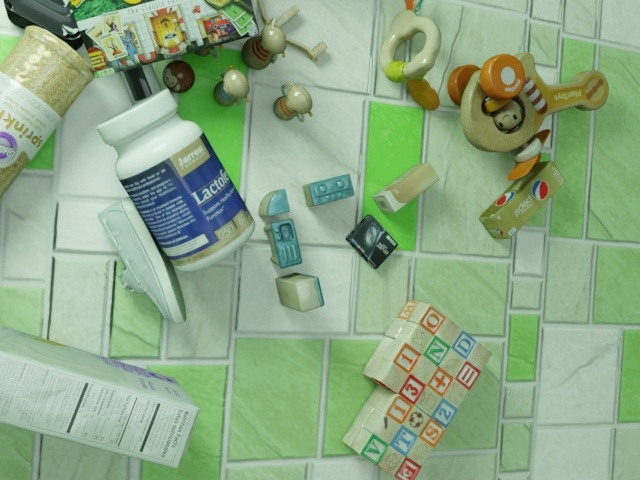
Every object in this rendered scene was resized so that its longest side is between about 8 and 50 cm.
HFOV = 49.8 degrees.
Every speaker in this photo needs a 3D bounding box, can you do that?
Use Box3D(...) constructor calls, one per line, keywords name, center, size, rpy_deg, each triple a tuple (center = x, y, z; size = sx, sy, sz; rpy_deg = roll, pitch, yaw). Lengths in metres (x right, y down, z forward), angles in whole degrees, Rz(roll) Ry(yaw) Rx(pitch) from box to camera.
Box3D(name="speaker", center=(-0.303, -0.283, 1.128), size=(0.055, 0.055, 0.136), rpy_deg=(-23, 99, -19))

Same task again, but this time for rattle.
Box3D(name="rattle", center=(0.194, -0.373, 1.305), size=(0.143, 0.130, 0.199), rpy_deg=(19, 58, -30))

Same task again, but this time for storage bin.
Box3D(name="storage bin", center=(-0.399, -0.404, 1.073), size=(0.122, 0.084, 0.180), rpy_deg=(26, 82, -19))

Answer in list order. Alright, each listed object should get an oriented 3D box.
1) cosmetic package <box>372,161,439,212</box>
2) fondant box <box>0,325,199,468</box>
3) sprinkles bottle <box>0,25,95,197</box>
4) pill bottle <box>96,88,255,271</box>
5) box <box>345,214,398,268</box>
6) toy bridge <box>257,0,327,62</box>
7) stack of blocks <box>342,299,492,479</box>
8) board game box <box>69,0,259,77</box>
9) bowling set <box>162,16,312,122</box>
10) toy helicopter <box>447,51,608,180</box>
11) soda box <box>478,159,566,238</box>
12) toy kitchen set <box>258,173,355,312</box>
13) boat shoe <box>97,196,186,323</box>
Box3D(name="cosmetic package", center=(0.161, -0.100, 1.303), size=(0.115, 0.060, 0.041), rpy_deg=(-37, 103, -17))
Box3D(name="fondant box", center=(-0.368, 0.220, 1.019), size=(0.331, 0.238, 0.096), rpy_deg=(23, 82, -20))
Box3D(name="sprinkles bottle", center=(-0.489, -0.148, 1.027), size=(0.121, 0.121, 0.355), rpy_deg=(36, 79, -18))
Box3D(name="pill bottle", center=(-0.228, -0.094, 1.091), size=(0.153, 0.153, 0.264), rpy_deg=(-35, 111, -16))
Box3D(name="box", center=(0.098, 0.002, 1.303), size=(0.067, 0.018, 0.083), rpy_deg=(-46, 105, -13))
Box3D(name="toy bridge", center=(-0.065, -0.394, 1.228), size=(0.063, 0.026, 0.188), rpy_deg=(-43, 105, -12))
Box3D(name="stack of blocks", center=(0.168, 0.283, 1.300), size=(0.171, 0.087, 0.297), rpy_deg=(37, 79, -17))
Box3D(name="board game box", center=(-0.234, -0.344, 1.038), size=(0.260, 0.030, 0.136), rpy_deg=(-16, 108, -1))
Box3D(name="bowling set", center=(-0.149, -0.291, 1.131), size=(0.200, 0.154, 0.287), rpy_deg=(-33, 102, -17))
Box3D(name="toy helicopter", center=(0.433, -0.257, 1.362), size=(0.355, 0.140, 0.234), rpy_deg=(-15, 99, -22))
Box3D(name="soda box", center=(0.409, -0.083, 1.394), size=(0.181, 0.061, 0.058), rpy_deg=(-42, 104, -14))
Box3D(name="toy kitchen set", center=(0.000, 0.000, 1.211), size=(0.166, 0.122, 0.207), rpy_deg=(-15, 97, -19))
Box3D(name="boat shoe", center=(-0.294, 0.042, 1.136), size=(0.081, 0.079, 0.227), rpy_deg=(-23, 100, -1))
